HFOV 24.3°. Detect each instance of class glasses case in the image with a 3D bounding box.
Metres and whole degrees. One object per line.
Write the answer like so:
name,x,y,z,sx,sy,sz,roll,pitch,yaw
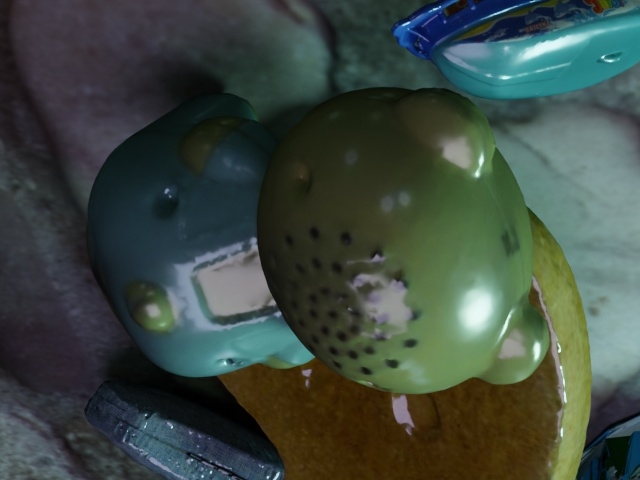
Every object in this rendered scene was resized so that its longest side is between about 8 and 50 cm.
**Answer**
glasses case,-0.060,0.188,1.203,0.282,0.067,0.109,27,176,-18

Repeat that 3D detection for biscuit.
biscuit,0.045,0.094,1.030,0.287,0.057,0.344,14,124,25

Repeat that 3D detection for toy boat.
toy boat,0.097,-0.131,0.787,0.175,0.110,0.091,-16,158,-37

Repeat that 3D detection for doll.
doll,0.000,0.000,0.857,0.260,0.161,0.177,-1,116,35

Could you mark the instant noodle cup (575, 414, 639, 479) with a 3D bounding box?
instant noodle cup,0.304,0.262,1.136,0.240,0.178,0.240,8,140,6
